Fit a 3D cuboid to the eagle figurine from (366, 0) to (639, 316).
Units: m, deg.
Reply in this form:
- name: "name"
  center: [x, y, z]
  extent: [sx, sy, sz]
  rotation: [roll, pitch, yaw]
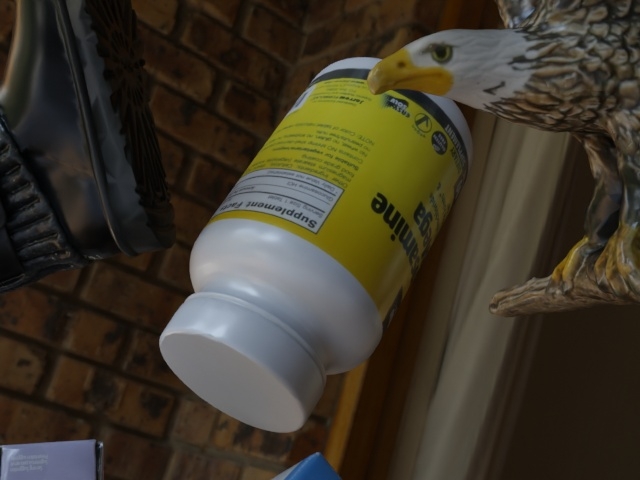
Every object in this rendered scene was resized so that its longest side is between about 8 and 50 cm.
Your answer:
- name: "eagle figurine"
  center: [0.115, -0.112, 0.398]
  extent: [0.226, 0.298, 0.225]
  rotation: [-12, -3, 38]

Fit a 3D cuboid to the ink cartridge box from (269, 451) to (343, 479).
- name: "ink cartridge box"
  center: [0.005, 0.298, 0.411]
  extent: [0.307, 0.223, 0.129]
  rotation: [51, -52, 2]

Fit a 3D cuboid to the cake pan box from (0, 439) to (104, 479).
- name: "cake pan box"
  center: [-0.298, 0.233, 0.701]
  extent: [0.246, 0.070, 0.267]
  rotation: [-1, -31, -16]

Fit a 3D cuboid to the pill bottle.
- name: "pill bottle"
  center: [0.000, 0.000, 0.812]
  extent: [0.188, 0.334, 0.188]
  rotation: [22, -33, 15]

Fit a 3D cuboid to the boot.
- name: "boot"
  center: [-0.291, -0.117, 0.770]
  extent: [0.260, 0.347, 0.131]
  rotation: [-13, -6, 7]
